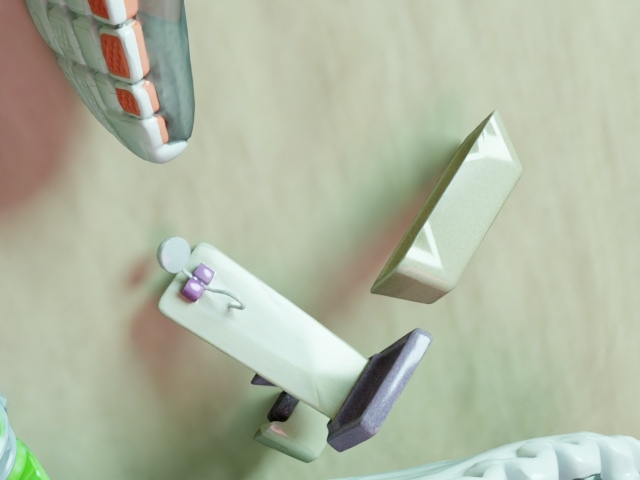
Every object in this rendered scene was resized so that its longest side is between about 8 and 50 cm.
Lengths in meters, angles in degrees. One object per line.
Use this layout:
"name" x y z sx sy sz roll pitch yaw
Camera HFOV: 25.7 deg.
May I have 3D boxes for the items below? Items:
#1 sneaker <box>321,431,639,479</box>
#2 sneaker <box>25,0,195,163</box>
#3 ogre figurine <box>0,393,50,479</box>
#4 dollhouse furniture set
"sneaker" 0.002 0.114 0.460 0.292 0.118 0.110 -9 110 -36
"sneaker" -0.040 -0.091 0.334 0.065 0.061 0.158 -27 131 -25
"ogre figurine" -0.153 0.063 0.332 0.197 0.097 0.118 -2 131 -20
"dollhouse furniture set" 0.000 0.000 0.452 0.081 0.091 0.114 34 70 -3
